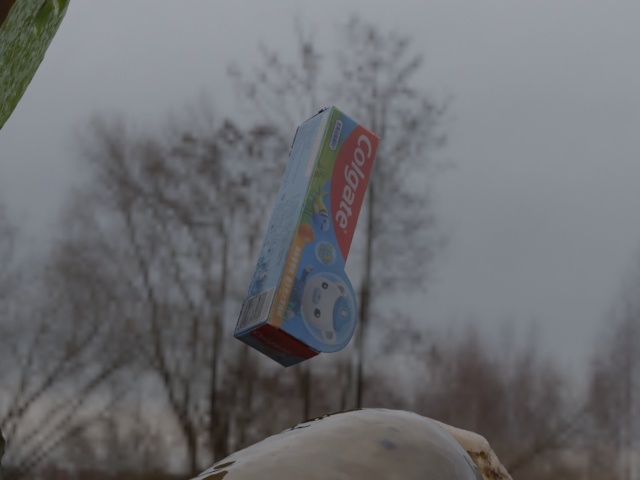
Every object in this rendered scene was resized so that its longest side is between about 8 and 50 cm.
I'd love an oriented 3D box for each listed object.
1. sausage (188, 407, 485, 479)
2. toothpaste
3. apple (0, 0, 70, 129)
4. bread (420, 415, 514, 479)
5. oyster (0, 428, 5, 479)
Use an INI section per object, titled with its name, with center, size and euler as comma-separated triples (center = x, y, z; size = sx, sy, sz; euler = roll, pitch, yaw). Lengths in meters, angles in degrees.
[sausage]
center = -0.089, 0.205, 0.589
size = 0.123, 0.136, 0.501
euler = 11, 33, 33
[toothpaste]
center = 0.000, 0.000, 1.236
size = 0.070, 0.193, 0.044
euler = 33, -35, -25
[apple]
center = -0.314, -0.191, 1.085
size = 0.384, 0.374, 0.374
euler = -30, -19, 11
[bread]
center = 0.080, 0.226, 1.154
size = 0.134, 0.129, 0.260
euler = 6, -38, -11
[oyster]
center = -0.206, 0.071, 0.728
size = 0.162, 0.232, 0.107
euler = 18, 26, 3
